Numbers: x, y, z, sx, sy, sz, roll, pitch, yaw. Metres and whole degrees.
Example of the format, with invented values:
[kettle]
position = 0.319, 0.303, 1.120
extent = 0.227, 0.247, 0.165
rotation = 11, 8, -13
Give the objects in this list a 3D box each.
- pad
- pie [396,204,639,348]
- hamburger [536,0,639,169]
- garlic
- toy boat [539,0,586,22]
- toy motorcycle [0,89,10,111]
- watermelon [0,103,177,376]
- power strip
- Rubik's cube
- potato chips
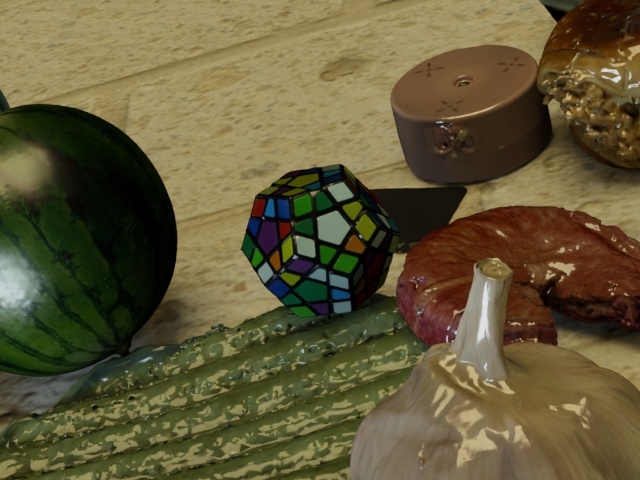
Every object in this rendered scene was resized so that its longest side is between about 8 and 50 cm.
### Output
[pad]
position = 0.053, -0.020, 1.619
extent = 0.157, 0.003, 0.112
rotation = -1, 34, 28
[pie]
position = 0.168, 0.036, 1.367
extent = 0.219, 0.054, 0.204
rotation = -26, 38, -34
[hamburger]
position = 0.321, -0.170, 1.591
extent = 0.286, 0.146, 0.243
rotation = -32, 25, -19
[garlic]
position = 0.118, 0.117, 1.149
extent = 0.218, 0.212, 0.218
rotation = -11, 25, 5
[toy boat]
position = 0.351, -0.301, 1.807
extent = 0.262, 0.115, 0.114
rotation = -19, 29, 0
[toy motorcycle]
position = -0.368, -0.094, 1.809
extent = 0.416, 0.172, 0.232
rotation = 4, 42, 49
[watermelon]
position = -0.247, 0.002, 1.509
extent = 0.242, 0.242, 0.242
rotation = -14, 30, 8
[power strip]
position = 0.148, -0.124, 1.663
extent = 0.154, 0.078, 0.154
rotation = -12, 32, 8
[Rubik's cube]
position = 0.000, 0.000, 1.420
extent = 0.112, 0.133, 0.133
rotation = -42, 27, 12
[potato chips]
position = -0.095, 0.158, 1.331
extent = 0.429, 0.070, 0.358
rotation = -15, 23, 2
